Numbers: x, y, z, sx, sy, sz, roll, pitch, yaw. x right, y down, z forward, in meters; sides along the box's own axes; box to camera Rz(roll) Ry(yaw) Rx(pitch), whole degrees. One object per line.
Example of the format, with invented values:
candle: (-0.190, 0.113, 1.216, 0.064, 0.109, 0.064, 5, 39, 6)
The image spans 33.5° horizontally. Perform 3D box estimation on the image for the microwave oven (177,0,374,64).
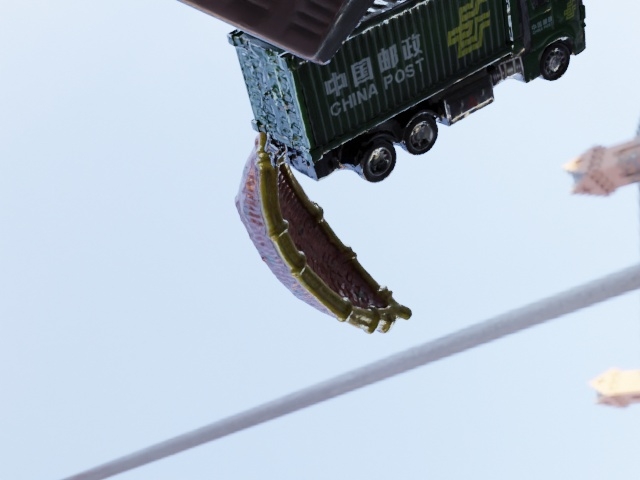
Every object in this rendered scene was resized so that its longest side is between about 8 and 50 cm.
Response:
microwave oven: (-0.051, -0.247, 0.624, 0.188, 0.178, 0.247, 16, -153, -35)

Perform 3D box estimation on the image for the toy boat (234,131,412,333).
toy boat: (-0.007, 0.001, 1.129, 0.318, 0.099, 0.141, 56, -156, -37)

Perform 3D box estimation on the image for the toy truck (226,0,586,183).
toy truck: (0.073, -0.138, 0.761, 0.259, 0.088, 0.121, -30, -54, -22)
